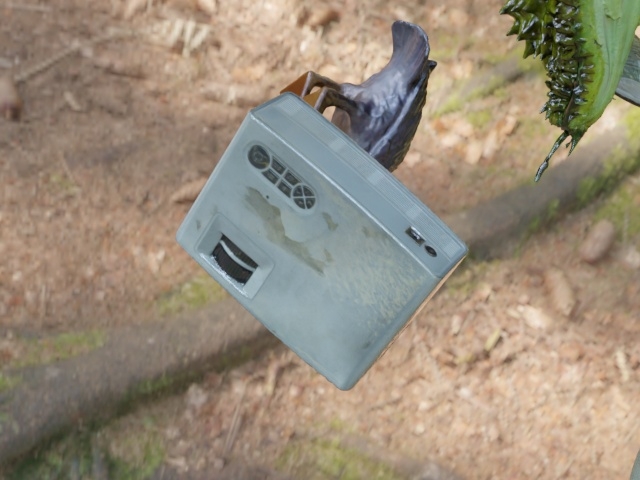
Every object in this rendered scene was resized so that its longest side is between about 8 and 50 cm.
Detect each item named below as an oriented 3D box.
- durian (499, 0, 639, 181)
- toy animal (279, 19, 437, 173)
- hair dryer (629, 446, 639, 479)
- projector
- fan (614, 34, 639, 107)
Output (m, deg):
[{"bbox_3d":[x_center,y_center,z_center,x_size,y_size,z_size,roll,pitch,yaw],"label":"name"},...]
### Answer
[{"bbox_3d":[0.249,-0.243,1.195,0.132,0.375,0.106,-7,27,-26],"label":"durian"},{"bbox_3d":[0.042,-0.152,1.615,0.185,0.298,0.122,42,5,-36],"label":"toy animal"},{"bbox_3d":[0.374,0.313,1.155,0.224,0.219,0.088,28,25,29],"label":"hair dryer"},{"bbox_3d":[0.000,0.000,0.745,0.147,0.115,0.061,42,35,9],"label":"projector"},{"bbox_3d":[0.340,-0.207,1.456,0.223,0.012,0.294,27,34,-16],"label":"fan"}]
